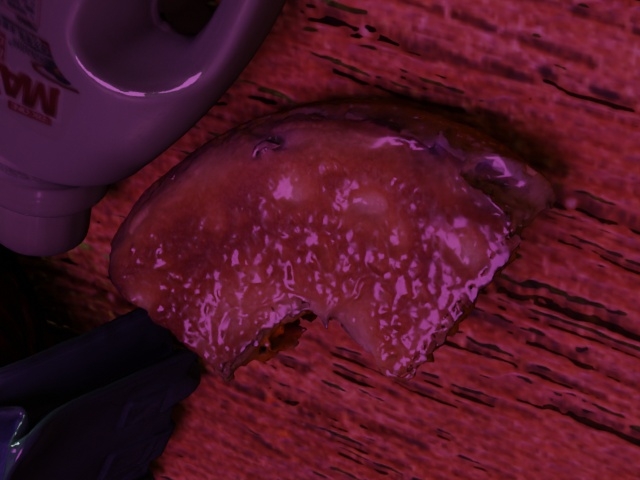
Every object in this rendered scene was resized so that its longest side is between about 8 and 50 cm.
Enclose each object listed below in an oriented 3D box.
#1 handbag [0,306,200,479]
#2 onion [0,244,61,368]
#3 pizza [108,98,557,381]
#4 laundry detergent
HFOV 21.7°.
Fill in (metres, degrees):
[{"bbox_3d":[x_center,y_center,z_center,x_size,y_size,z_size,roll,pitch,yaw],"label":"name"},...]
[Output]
[{"bbox_3d":[-0.172,0.145,1.125,0.062,0.179,0.229,48,139,20],"label":"handbag"},{"bbox_3d":[-0.325,0.065,1.148,0.281,0.281,0.221,9,79,29],"label":"onion"},{"bbox_3d":[0.000,0.000,0.973,0.305,0.085,0.161,-6,92,34],"label":"pizza"},{"bbox_3d":[-0.131,-0.150,0.940,0.264,0.124,0.398,28,131,18],"label":"laundry detergent"}]
